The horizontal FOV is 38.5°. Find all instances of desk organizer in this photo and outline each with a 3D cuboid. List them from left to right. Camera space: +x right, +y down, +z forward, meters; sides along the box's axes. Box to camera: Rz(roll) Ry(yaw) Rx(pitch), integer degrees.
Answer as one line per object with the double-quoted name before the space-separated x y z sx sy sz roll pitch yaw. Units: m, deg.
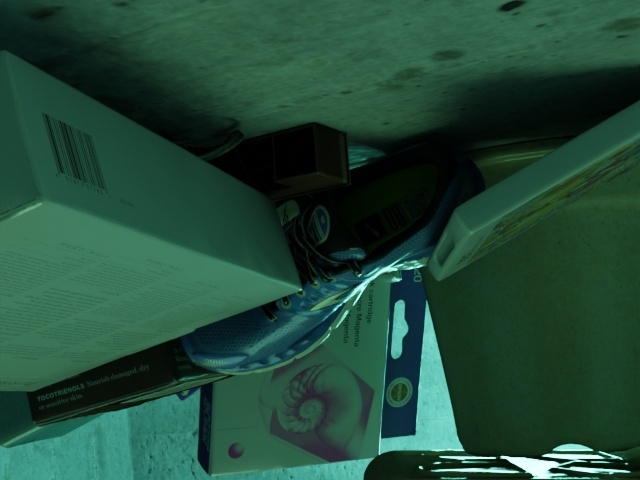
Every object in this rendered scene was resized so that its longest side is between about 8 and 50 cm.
"desk organizer" -0.043 -0.063 0.796 0.130 0.047 0.050 -10 168 31

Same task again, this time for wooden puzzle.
"wooden puzzle" 0.221 0.270 0.997 0.347 0.081 0.322 -5 171 2

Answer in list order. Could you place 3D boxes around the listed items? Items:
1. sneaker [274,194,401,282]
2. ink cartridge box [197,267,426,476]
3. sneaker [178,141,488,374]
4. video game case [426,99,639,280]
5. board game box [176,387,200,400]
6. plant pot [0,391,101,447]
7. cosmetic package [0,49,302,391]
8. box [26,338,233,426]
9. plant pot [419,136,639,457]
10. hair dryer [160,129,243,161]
"sneaker" 0.000 0.000 1.082 0.153 0.094 0.235 -5 169 23
"ink cartridge box" 0.010 0.129 1.191 0.330 0.324 0.071 -1 -170 -24
"sneaker" -0.003 0.006 0.855 0.330 0.130 0.147 -35 157 6
"video game case" 0.198 -0.047 0.758 0.227 0.026 0.206 -30 169 -6
"board game box" -0.158 0.145 1.533 0.208 0.056 0.347 -32 -171 -2
"plant pot" -0.344 0.130 1.339 0.252 0.247 0.248 -23 171 0
"cosmetic package" -0.213 0.022 0.655 0.284 0.098 0.377 -23 164 13
"box" -0.210 0.072 0.974 0.167 0.203 0.168 -19 170 16
"plant pot" 0.250 0.074 1.017 0.333 0.306 0.334 -5 172 -1
"hair dryer" -0.225 -0.038 0.735 0.293 0.080 0.223 -11 169 36
